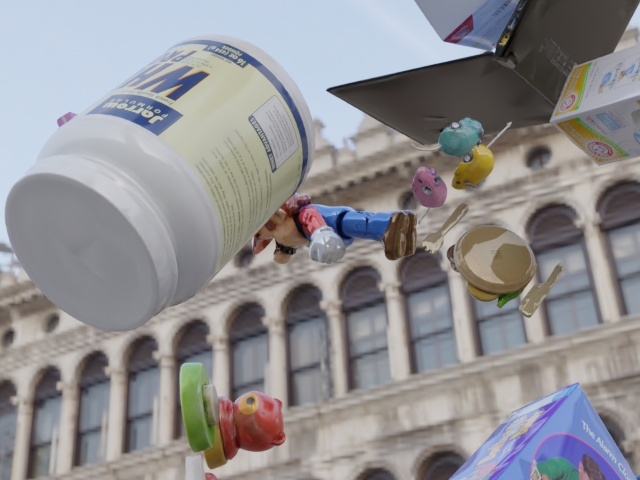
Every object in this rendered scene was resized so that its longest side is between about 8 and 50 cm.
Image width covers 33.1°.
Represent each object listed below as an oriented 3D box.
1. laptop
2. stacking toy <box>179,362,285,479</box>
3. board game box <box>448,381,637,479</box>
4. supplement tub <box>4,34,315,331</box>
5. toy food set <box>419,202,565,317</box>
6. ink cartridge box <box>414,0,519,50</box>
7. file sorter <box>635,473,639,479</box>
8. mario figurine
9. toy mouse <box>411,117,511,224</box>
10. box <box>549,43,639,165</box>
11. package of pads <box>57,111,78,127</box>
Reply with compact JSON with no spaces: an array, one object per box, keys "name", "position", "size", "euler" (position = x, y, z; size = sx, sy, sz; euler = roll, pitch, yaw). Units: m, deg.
[{"name":"laptop","position":[0.275,-0.322,1.677],"size":[0.382,0.236,0.408],"euler":[16,-77,-60]},{"name":"stacking toy","position":[-0.118,0.327,1.606],"size":[0.130,0.309,0.279],"euler":[-8,-35,0]},{"name":"board game box","position":[0.235,0.318,0.879],"size":[0.078,0.347,0.233],"euler":[-33,-4,34]},{"name":"supplement tub","position":[-0.175,-0.070,1.229],"size":[0.235,0.325,0.235],"euler":[17,-50,22]},{"name":"toy food set","position":[0.252,0.034,1.591],"size":[0.192,0.132,0.038],"euler":[35,-33,17]},{"name":"ink cartridge box","position":[0.258,-0.409,1.795],"size":[0.128,0.127,0.176],"euler":[-41,-20,29]},{"name":"file sorter","position":[0.342,0.302,1.121],"size":[0.104,0.118,0.170],"euler":[-27,-19,4]},{"name":"mario figurine","position":[0.000,0.000,1.869],"size":[0.320,0.170,0.198],"euler":[8,-30,20]},{"name":"toy mouse","position":[0.150,-0.085,1.241],"size":[0.161,0.031,0.143],"euler":[-52,-34,12]},{"name":"box","position":[0.430,-0.188,1.458],"size":[0.114,0.103,0.203],"euler":[37,-24,-23]},{"name":"package of pads","position":[-0.319,-0.133,1.463],"size":[0.032,0.083,0.050],"euler":[-34,-10,13]}]
